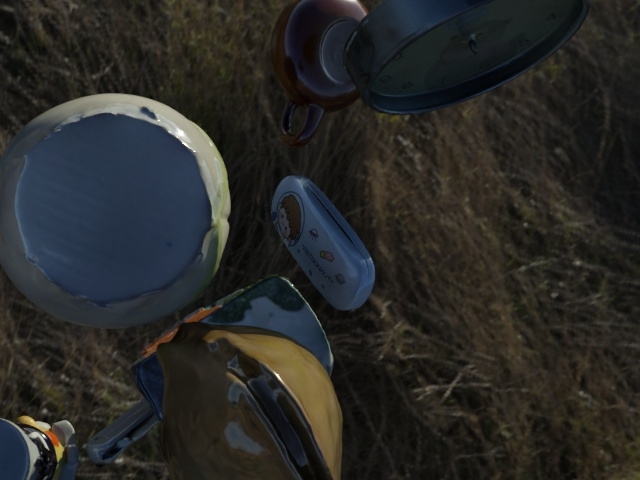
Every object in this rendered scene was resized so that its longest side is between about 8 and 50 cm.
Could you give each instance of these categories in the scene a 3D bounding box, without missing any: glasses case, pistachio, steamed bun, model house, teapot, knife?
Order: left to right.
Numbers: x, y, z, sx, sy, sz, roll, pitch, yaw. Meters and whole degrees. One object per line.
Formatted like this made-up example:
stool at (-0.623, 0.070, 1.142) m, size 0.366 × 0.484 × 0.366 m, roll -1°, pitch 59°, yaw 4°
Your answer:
steamed bun at (-0.264, -0.035, 1.217) m, size 0.309 × 0.309 × 0.310 m, roll 9°, pitch 66°, yaw -21°
knife at (-0.260, 0.267, 1.501) m, size 0.265 × 0.073 × 0.041 m, roll -37°, pitch 107°, yaw -51°
model house at (-0.148, 0.190, 1.496) m, size 0.271 × 0.301 × 0.190 m, roll -35°, pitch 97°, yaw -15°
pistachio at (-0.050, 0.164, 0.802) m, size 0.163 × 0.260 × 0.213 m, roll -42°, pitch 100°, yaw -12°
teapot at (-0.011, -0.257, 1.400) m, size 0.178 × 0.135 × 0.252 m, roll 17°, pitch 90°, yaw -37°
glasses case at (0.000, 0.000, 1.027) m, size 0.045 × 0.067 × 0.178 m, roll -2°, pitch 41°, yaw -37°

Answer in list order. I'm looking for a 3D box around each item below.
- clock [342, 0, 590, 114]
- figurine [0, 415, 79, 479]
clock at (0.164, -0.227, 1.068) m, size 0.280 × 0.280 × 0.056 m, roll -13°, pitch 75°, yaw -28°
figurine at (-0.442, 0.314, 1.352) m, size 0.175 × 0.236 × 0.133 m, roll 2°, pitch 78°, yaw 4°
